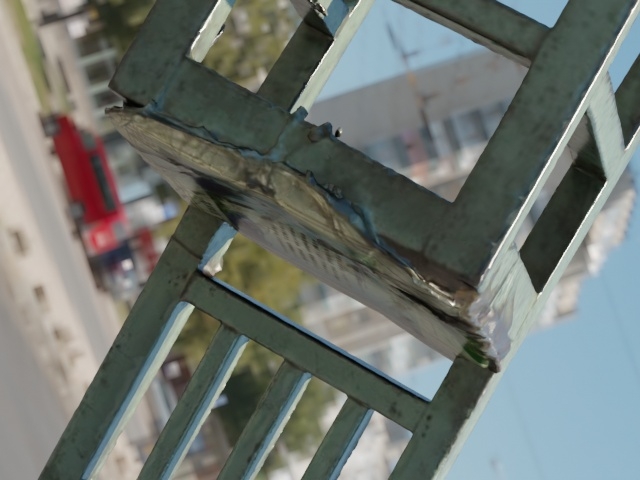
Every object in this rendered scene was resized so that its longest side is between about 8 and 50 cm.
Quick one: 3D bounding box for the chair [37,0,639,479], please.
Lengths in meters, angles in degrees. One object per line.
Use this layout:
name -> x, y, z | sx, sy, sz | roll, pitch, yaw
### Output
chair -> 0.000, 0.000, 0.627 | 0.136, 0.270, 0.147 | 30, -4, 16
